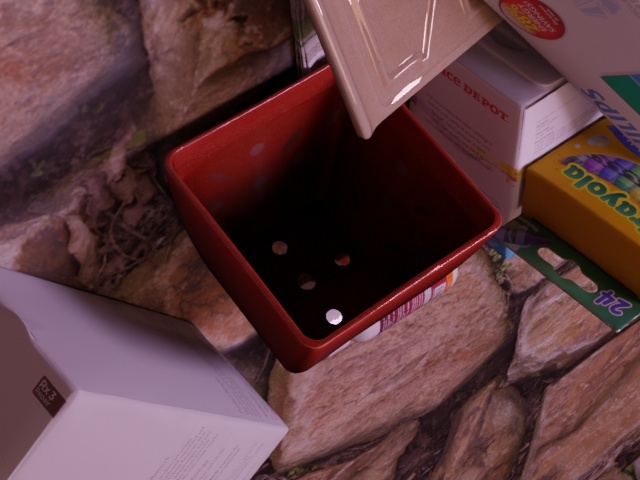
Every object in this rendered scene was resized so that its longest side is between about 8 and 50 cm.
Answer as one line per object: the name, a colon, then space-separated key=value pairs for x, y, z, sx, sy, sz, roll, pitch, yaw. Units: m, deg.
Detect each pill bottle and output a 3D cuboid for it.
pill bottle: x=0.069 y=0.062 z=1.609 sx=0.221 sy=0.121 sz=0.121 roll=-31 pitch=144 yaw=-24

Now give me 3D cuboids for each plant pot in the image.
plant pot: x=0.000 y=0.000 z=1.349 sx=0.267 sy=0.267 sz=0.236 roll=-32 pitch=161 yaw=-22

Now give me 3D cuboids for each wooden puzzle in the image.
wooden puzzle: x=0.087 y=-0.324 z=1.180 sx=0.348 sy=0.080 sz=0.322 roll=-44 pitch=132 yaw=-23

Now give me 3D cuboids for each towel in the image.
towel: x=0.019 y=-0.244 z=1.310 sx=0.113 sy=0.023 sz=0.152 roll=-33 pitch=145 yaw=-20

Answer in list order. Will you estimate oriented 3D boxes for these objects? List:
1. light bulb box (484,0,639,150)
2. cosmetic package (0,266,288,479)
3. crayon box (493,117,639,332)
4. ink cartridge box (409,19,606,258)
light bulb box: x=0.411 y=-0.310 z=1.232 sx=0.358 sy=0.225 sz=0.361 roll=36 pitch=77 yaw=-30
cosmetic package: x=-0.235 y=0.175 z=1.297 sx=0.156 sy=0.217 sz=0.385 roll=-53 pitch=146 yaw=10
crayon box: x=0.388 y=-0.056 z=1.402 sx=0.323 sy=0.203 sz=0.083 roll=-33 pitch=145 yaw=-24
ink cartridge box: x=0.245 y=-0.163 z=1.497 sx=0.197 sy=0.198 sz=0.270 roll=-33 pitch=146 yaw=-21
